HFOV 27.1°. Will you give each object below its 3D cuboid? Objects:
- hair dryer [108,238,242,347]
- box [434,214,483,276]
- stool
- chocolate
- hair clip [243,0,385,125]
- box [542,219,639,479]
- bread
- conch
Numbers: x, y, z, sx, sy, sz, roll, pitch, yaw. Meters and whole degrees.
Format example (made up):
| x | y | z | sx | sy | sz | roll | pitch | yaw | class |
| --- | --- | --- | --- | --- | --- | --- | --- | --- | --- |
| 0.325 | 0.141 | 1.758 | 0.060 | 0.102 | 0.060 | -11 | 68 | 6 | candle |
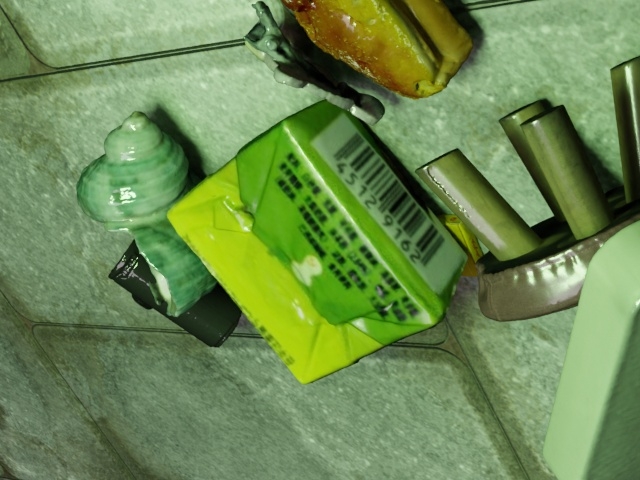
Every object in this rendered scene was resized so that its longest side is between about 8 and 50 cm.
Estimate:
| x | y | z | sx | sy | sz | roll | pitch | yaw | class |
| --- | --- | --- | --- | --- | --- | --- | --- | --- | --- |
| -0.235 | 0.076 | 2.008 | 0.197 | 0.089 | 0.251 | 36 | 165 | -13 | hair dryer |
| 0.129 | 0.005 | 1.668 | 0.155 | 0.023 | 0.087 | 3 | 128 | 40 | box |
| 0.250 | -0.051 | 1.319 | 0.272 | 0.272 | 0.178 | -22 | 98 | 51 | stool |
| 0.000 | 0.000 | 1.646 | 0.301 | 0.137 | 0.288 | 52 | 139 | -5 | chocolate |
| -0.026 | -0.198 | 1.487 | 0.187 | 0.056 | 0.146 | 34 | -171 | -45 | hair clip |
| 0.398 | 0.079 | 1.248 | 0.373 | 0.367 | 0.090 | 91 | 155 | -48 | box |
| -0.017 | -0.280 | 1.363 | 0.380 | 0.109 | 0.185 | 40 | 162 | -27 | bread |
| -0.227 | -0.045 | 1.785 | 0.195 | 0.220 | 0.277 | -5 | 113 | -1 | conch |
